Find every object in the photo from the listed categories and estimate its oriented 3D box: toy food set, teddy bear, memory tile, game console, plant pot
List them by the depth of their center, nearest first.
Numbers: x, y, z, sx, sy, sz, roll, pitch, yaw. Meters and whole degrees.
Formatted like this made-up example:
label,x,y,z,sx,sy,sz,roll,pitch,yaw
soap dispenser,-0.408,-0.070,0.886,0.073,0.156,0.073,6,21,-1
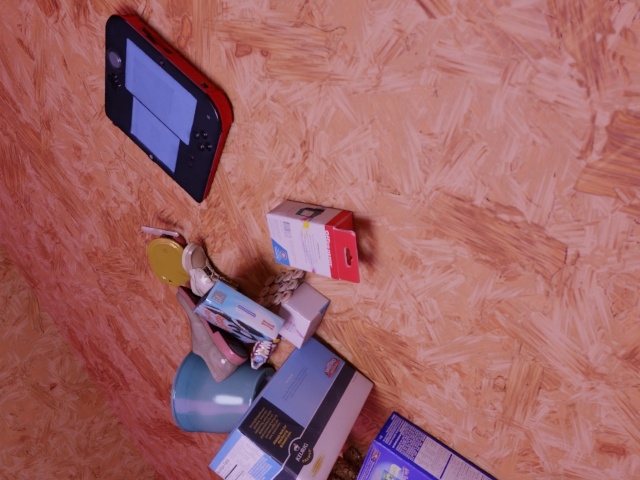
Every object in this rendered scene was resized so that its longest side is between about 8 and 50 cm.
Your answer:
label,x,y,z,sx,sy,sz,roll,pitch,yaw
game console,-0.393,-0.315,1.157,0.386,0.060,0.342,43,136,8
memory tile,-0.106,0.121,1.184,0.148,0.113,0.012,-19,122,43
teddy bear,0.086,0.726,1.363,0.113,0.245,0.338,-36,93,19
toy food set,-0.457,0.036,1.448,0.128,0.071,0.218,4,123,10
plant pot,-0.279,0.477,1.475,0.255,0.271,0.271,0,119,23

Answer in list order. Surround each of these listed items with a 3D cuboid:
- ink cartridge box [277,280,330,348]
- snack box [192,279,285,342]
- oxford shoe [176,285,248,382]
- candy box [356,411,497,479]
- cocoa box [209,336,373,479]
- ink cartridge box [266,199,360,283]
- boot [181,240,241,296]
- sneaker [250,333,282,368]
label,x,y,z,sx,sy,sz,roll,pitch,yaw
ink cartridge box,-0.051,0.197,1.205,0.090,0.092,0.143,34,135,16
snack box,-0.225,0.196,1.226,0.187,0.060,0.322,33,158,-10
oxford shoe,-0.364,0.274,1.425,0.130,0.123,0.348,-49,55,5
candy box,0.271,0.642,1.227,0.317,0.122,0.268,30,132,21
cocoa box,-0.065,0.458,1.179,0.228,0.347,0.231,36,128,6
ink cartridge box,0.000,0.000,1.038,0.231,0.078,0.134,13,126,32
boot,-0.313,0.109,1.367,0.165,0.077,0.213,24,138,26
sneaker,-0.159,0.309,1.363,0.070,0.084,0.185,20,138,-3
